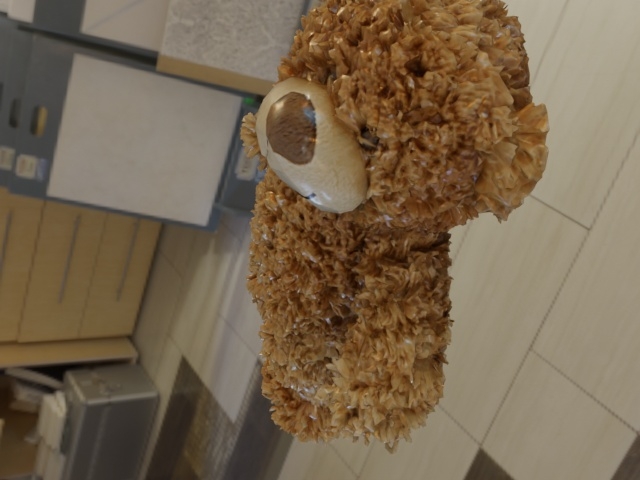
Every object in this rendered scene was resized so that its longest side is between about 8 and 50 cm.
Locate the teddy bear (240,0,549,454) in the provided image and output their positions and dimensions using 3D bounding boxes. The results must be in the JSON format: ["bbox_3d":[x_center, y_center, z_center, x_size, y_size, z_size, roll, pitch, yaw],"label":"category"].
[{"bbox_3d":[0.000,0.000,0.439,0.338,0.113,0.245,133,139,-68],"label":"teddy bear"}]
